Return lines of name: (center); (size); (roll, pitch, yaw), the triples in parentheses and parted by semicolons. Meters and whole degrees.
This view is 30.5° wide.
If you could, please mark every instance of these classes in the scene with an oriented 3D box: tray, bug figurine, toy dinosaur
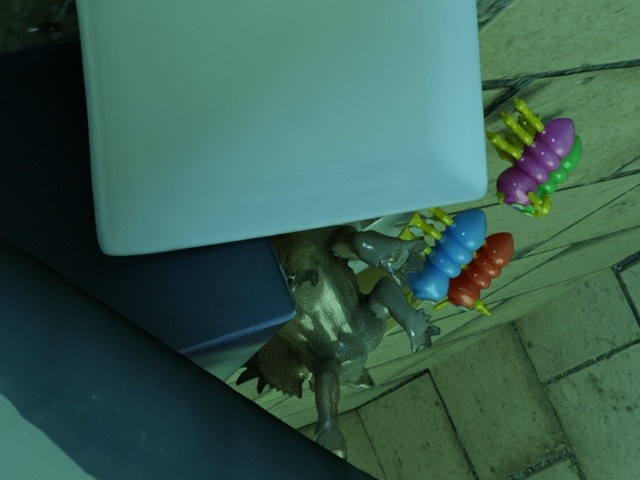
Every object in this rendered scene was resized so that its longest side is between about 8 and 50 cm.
tray: (-0.011, -0.079, 0.585); (0.030, 0.145, 0.270); (2, -171, 44)
bug figurine: (0.158, -0.019, 1.055); (0.216, 0.072, 0.279); (-54, 165, 6)
toy dinosaur: (-0.019, 0.036, 0.909); (0.127, 0.296, 0.200); (-27, -150, -23)

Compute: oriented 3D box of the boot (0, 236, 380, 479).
boot: (-0.079, 0.034, 0.365); (0.367, 0.146, 0.445); (-26, 132, 17)

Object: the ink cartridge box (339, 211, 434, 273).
ink cartridge box: (0.000, 0.000, 1.035); (0.181, 0.062, 0.104); (-32, 162, 16)

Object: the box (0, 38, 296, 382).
box: (-0.214, 0.053, 0.638); (0.296, 0.183, 0.294); (-17, 164, -27)

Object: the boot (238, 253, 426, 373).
boot: (-0.002, 0.068, 1.277); (0.262, 0.095, 0.203); (-20, 166, 3)
